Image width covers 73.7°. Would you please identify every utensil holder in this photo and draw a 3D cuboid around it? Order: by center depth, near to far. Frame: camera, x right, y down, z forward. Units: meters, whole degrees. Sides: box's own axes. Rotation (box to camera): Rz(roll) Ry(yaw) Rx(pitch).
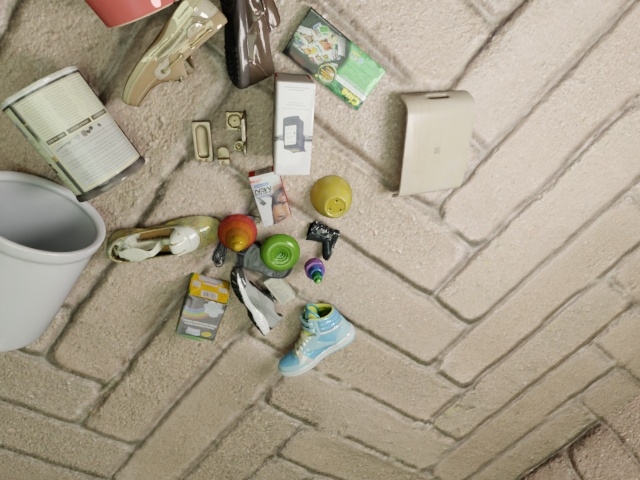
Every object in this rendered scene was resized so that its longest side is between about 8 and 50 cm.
[{"bbox_3d":[-0.833,0.062,1.164,0.327,0.328,0.385,31,113,-22],"label":"utensil holder"}]

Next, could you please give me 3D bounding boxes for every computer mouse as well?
[{"bbox_3d":[-0.205,0.015,1.377,0.261,0.060,0.184,13,99,-17],"label":"computer mouse"}]

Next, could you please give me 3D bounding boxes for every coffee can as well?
[{"bbox_3d":[-0.615,-0.265,1.081,0.201,0.202,0.275,-26,118,6],"label":"coffee can"}]

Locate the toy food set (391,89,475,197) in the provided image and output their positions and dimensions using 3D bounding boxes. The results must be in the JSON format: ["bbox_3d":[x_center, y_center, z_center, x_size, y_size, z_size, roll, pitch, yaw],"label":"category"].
[{"bbox_3d":[0.327,-0.283,1.281,0.219,0.092,0.306,-9,121,-16],"label":"toy food set"}]

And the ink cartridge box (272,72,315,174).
[{"bbox_3d":[-0.077,-0.313,1.148,0.100,0.172,0.237,1,118,-8],"label":"ink cartridge box"}]

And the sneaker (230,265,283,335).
[{"bbox_3d":[-0.220,0.193,1.453,0.108,0.100,0.272,-34,116,-17],"label":"sneaker"}]

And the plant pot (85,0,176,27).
[{"bbox_3d":[-0.433,-0.613,0.904,0.274,0.275,0.243,-20,128,3],"label":"plant pot"}]

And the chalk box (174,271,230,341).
[{"bbox_3d":[-0.397,0.240,1.422,0.132,0.132,0.213,18,115,-18],"label":"chalk box"}]

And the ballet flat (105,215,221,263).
[{"bbox_3d":[-0.474,0.007,1.296,0.348,0.123,0.123,-8,119,-4],"label":"ballet flat"}]

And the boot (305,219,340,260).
[{"bbox_3d":[0.000,0.001,1.398,0.099,0.045,0.121,16,107,-18],"label":"boot"}]

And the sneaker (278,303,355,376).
[{"bbox_3d":[-0.052,0.339,1.529,0.318,0.127,0.208,-34,119,-1],"label":"sneaker"}]

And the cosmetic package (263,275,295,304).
[{"bbox_3d":[-0.141,0.160,1.465,0.060,0.041,0.115,-28,118,8],"label":"cosmetic package"}]

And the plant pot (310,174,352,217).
[{"bbox_3d":[0.039,-0.120,1.310,0.134,0.095,0.134,-3,118,-6],"label":"plant pot"}]

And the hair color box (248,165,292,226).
[{"bbox_3d":[-0.152,-0.134,1.301,0.093,0.053,0.167,-15,120,0],"label":"hair color box"}]

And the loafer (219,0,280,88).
[{"bbox_3d":[-0.169,-0.567,1.043,0.130,0.134,0.366,-16,132,-27],"label":"loafer"}]

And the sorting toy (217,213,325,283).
[{"bbox_3d":[-0.140,0.049,1.296,0.365,0.126,0.127,26,106,-19],"label":"sorting toy"}]

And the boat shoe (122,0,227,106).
[{"bbox_3d":[-0.366,-0.443,1.052,0.110,0.122,0.341,37,119,-26],"label":"boat shoe"}]

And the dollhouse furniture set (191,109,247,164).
[{"bbox_3d":[-0.278,-0.272,1.169,0.151,0.123,0.144,-2,118,-7],"label":"dollhouse furniture set"}]

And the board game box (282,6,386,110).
[{"bbox_3d":[0.039,-0.484,1.156,0.259,0.030,0.136,32,107,-22],"label":"board game box"}]
